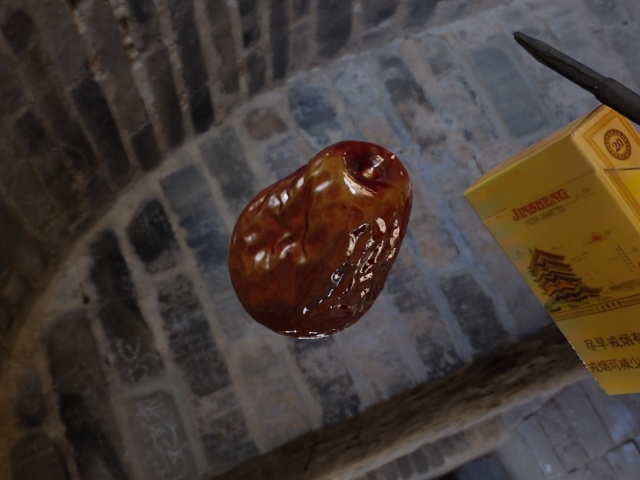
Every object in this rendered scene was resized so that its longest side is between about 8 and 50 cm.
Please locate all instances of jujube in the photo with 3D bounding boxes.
[{"bbox_3d":[0.000,0.000,0.788,0.190,0.190,0.255,64,143,26],"label":"jujube"}]

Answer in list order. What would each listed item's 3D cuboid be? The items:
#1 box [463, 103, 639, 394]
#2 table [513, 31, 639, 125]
[{"bbox_3d":[0.287,0.019,0.689,0.274,0.076,0.174,54,152,-1],"label":"box"},{"bbox_3d":[0.230,-0.164,0.393,0.317,0.317,0.249,87,159,-58],"label":"table"}]
